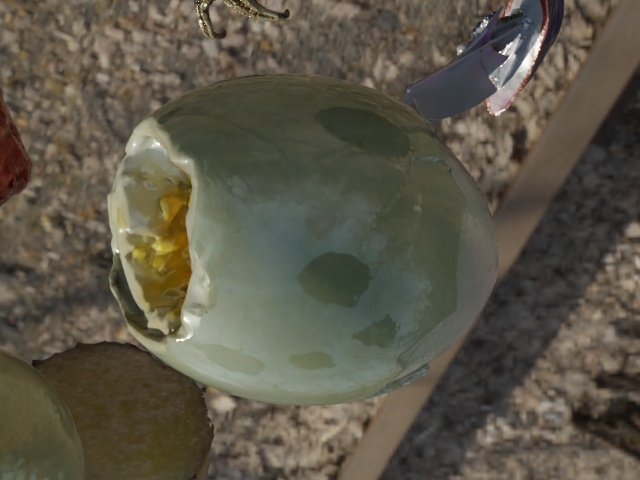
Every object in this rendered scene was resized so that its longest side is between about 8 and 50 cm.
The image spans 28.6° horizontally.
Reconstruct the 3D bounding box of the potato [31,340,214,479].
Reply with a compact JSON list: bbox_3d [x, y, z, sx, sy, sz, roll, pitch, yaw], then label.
[{"bbox_3d":[-0.259,0.303,1.471,0.300,0.289,0.237,16,125,23],"label":"potato"}]

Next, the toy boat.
[{"bbox_3d":[0.211,-0.216,1.654,0.072,0.318,0.219,37,163,24],"label":"toy boat"}]

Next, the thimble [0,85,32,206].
[{"bbox_3d":[-0.451,-0.084,1.174,0.350,0.350,0.231,-22,98,28],"label":"thimble"}]

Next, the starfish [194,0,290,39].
[{"bbox_3d":[-0.105,-0.362,1.734,0.190,0.146,0.074,-25,169,31],"label":"starfish"}]

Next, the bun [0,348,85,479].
[{"bbox_3d":[-0.274,0.155,0.788,0.259,0.160,0.259,-25,141,-23],"label":"bun"}]

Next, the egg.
[{"bbox_3d":[0.000,0.000,1.068,0.336,0.278,0.278,2,141,-26],"label":"egg"}]
